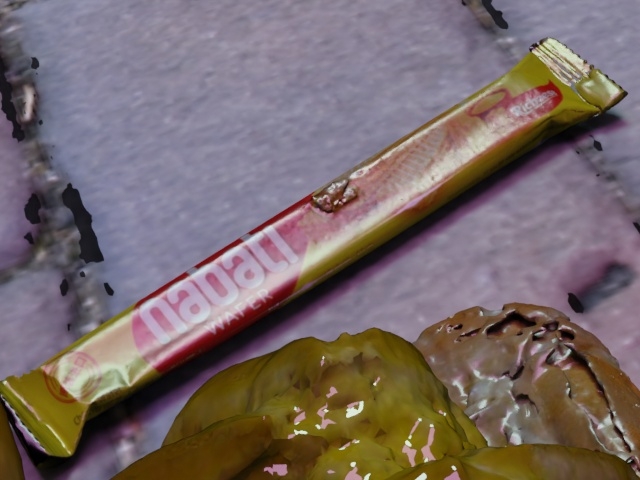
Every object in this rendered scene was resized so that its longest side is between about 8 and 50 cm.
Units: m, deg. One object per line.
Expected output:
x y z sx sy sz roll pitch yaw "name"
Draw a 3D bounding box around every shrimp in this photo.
0.082 0.078 0.592 0.091 0.043 0.184 -35 38 -13 "shrimp"

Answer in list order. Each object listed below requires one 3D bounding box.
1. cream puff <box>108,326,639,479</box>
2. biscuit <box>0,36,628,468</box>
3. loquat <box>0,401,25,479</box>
0.025 0.118 0.458 0.195 0.194 0.221 -31 46 -19 "cream puff"
0.000 0.000 0.712 0.292 0.026 0.048 -33 63 -21 "biscuit"
-0.209 0.097 0.504 0.263 0.263 0.263 -8 41 7 "loquat"
